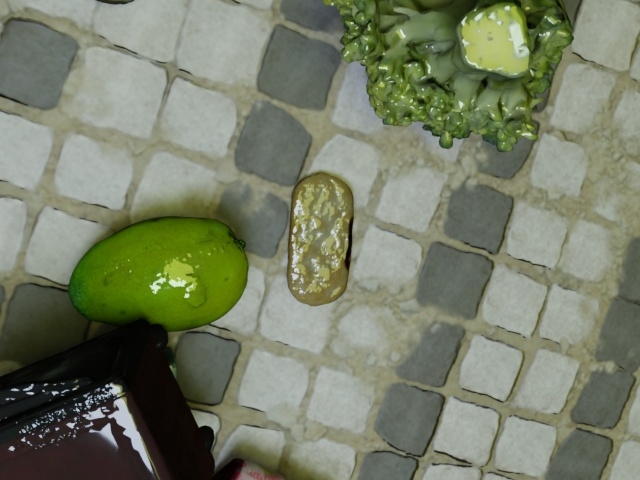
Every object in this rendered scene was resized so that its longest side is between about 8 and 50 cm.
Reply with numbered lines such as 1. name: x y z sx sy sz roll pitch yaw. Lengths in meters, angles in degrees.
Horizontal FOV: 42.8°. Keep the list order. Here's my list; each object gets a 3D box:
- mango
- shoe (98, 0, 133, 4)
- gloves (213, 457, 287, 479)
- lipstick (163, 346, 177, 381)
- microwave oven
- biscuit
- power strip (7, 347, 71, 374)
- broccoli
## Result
1. mango: -0.158 0.037 0.802 0.178 0.100 0.119 -12 105 -6
2. shoe: -0.163 -0.355 0.738 0.103 0.098 0.275 10 95 -21
3. gloves: -0.030 0.339 0.880 0.241 0.126 0.145 40 84 -11
4. lipstick: -0.180 0.273 0.850 0.068 0.066 0.317 -3 100 -15
5. microwave oven: -0.234 0.194 0.704 0.247 0.178 0.188 -23 101 0
6. biscuit: 0.000 0.000 0.882 0.071 0.018 0.147 1 100 -14
7. power strip: -0.304 0.171 0.811 0.175 0.042 0.075 -22 104 -10
8. broccoli: 0.139 -0.206 0.768 0.263 0.243 0.247 43 99 -12
